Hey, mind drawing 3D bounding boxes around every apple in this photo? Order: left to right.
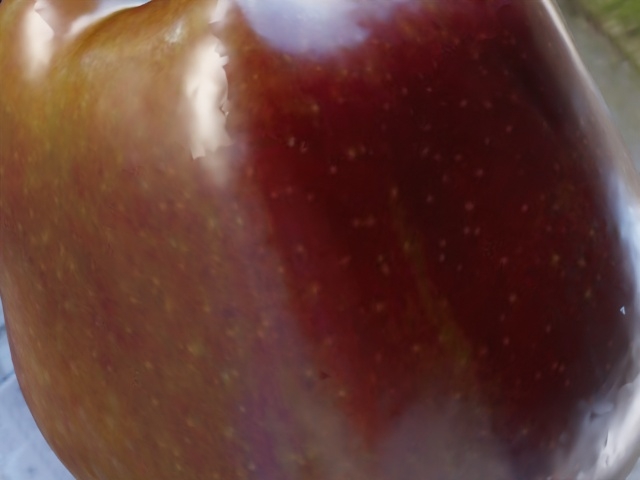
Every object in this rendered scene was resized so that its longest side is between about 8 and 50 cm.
[{"bbox_3d":[0.000,0.000,0.612,0.288,0.288,0.317,-43,126,-44],"label":"apple"}]
